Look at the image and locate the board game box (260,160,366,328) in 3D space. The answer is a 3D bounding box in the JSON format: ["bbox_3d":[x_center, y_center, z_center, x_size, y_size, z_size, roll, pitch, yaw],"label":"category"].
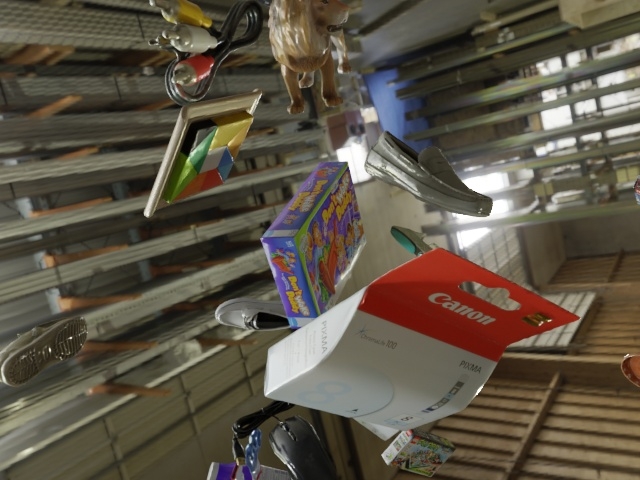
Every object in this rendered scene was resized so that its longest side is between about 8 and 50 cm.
[{"bbox_3d":[0.000,0.000,1.300,0.078,0.233,0.347,-1,-148,24],"label":"board game box"}]

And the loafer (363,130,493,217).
[{"bbox_3d":[0.225,-0.142,1.198,0.319,0.111,0.112,32,-162,35],"label":"loafer"}]

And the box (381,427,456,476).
[{"bbox_3d":[0.268,0.571,1.544,0.114,0.207,0.036,-52,-141,9],"label":"box"}]

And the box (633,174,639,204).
[{"bbox_3d":[0.605,-0.066,0.960,0.137,0.027,0.094,25,180,36],"label":"box"}]

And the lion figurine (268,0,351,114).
[{"bbox_3d":[-0.016,-0.394,1.081,0.142,0.240,0.392,-8,-150,4],"label":"lion figurine"}]

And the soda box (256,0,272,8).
[{"bbox_3d":[-0.145,-0.586,1.309,0.060,0.169,0.053,-58,-167,38],"label":"soda box"}]

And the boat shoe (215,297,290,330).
[{"bbox_3d":[-0.208,0.248,1.824,0.267,0.096,0.088,3,-155,2],"label":"boat shoe"}]

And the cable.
[{"bbox_3d":[-0.142,-0.280,0.825,0.072,0.139,0.287,3,-157,28],"label":"cable"}]

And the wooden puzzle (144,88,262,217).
[{"bbox_3d":[-0.199,-0.155,1.012,0.221,0.044,0.239,-59,170,33],"label":"wooden puzzle"}]

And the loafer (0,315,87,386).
[{"bbox_3d":[-0.642,0.239,1.308,0.092,0.102,0.268,7,-167,14],"label":"loafer"}]

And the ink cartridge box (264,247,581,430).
[{"bbox_3d":[0.146,0.176,0.863,0.308,0.091,0.385,24,139,-29],"label":"ink cartridge box"}]

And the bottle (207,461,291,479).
[{"bbox_3d":[-0.211,0.761,1.791,0.283,0.092,0.118,18,-154,-12],"label":"bottle"}]

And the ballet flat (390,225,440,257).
[{"bbox_3d":[0.239,0.015,1.346,0.052,0.168,0.057,-42,168,-19],"label":"ballet flat"}]

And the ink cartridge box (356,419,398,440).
[{"bbox_3d":[0.165,0.462,1.598,0.065,0.165,0.332,-51,169,-26],"label":"ink cartridge box"}]

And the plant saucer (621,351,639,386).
[{"bbox_3d":[0.516,0.205,0.892,0.083,0.083,0.013,-5,-147,51],"label":"plant saucer"}]

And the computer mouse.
[{"bbox_3d":[-0.093,0.437,1.216,0.184,0.060,0.262,-25,-142,-13],"label":"computer mouse"}]

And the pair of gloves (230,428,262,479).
[{"bbox_3d":[-0.170,0.549,1.340,0.023,0.159,0.198,4,-149,12],"label":"pair of gloves"}]
